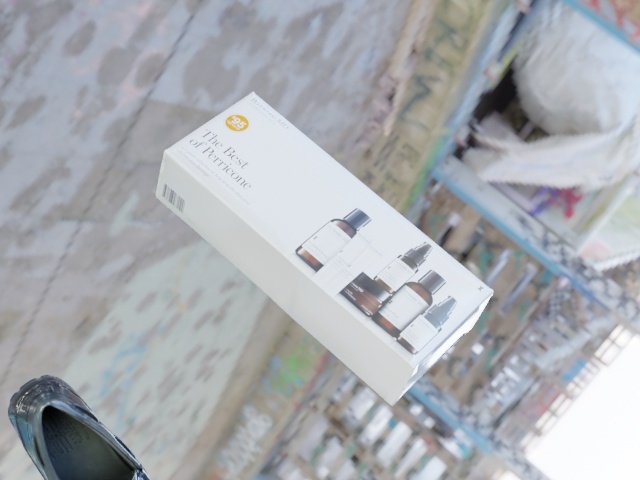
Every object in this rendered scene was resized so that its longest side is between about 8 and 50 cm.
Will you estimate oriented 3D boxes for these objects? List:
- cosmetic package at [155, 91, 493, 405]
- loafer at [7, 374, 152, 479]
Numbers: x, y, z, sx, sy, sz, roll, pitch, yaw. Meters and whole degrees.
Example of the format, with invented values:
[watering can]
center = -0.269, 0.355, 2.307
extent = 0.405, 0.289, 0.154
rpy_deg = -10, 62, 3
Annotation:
[cosmetic package]
center = 0.000, 0.000, 0.855
extent = 0.099, 0.239, 0.060
rpy_deg = -39, 162, -36
[loafer]
center = -0.175, 0.208, 0.959
extent = 0.076, 0.223, 0.078
rpy_deg = -37, -161, -15
